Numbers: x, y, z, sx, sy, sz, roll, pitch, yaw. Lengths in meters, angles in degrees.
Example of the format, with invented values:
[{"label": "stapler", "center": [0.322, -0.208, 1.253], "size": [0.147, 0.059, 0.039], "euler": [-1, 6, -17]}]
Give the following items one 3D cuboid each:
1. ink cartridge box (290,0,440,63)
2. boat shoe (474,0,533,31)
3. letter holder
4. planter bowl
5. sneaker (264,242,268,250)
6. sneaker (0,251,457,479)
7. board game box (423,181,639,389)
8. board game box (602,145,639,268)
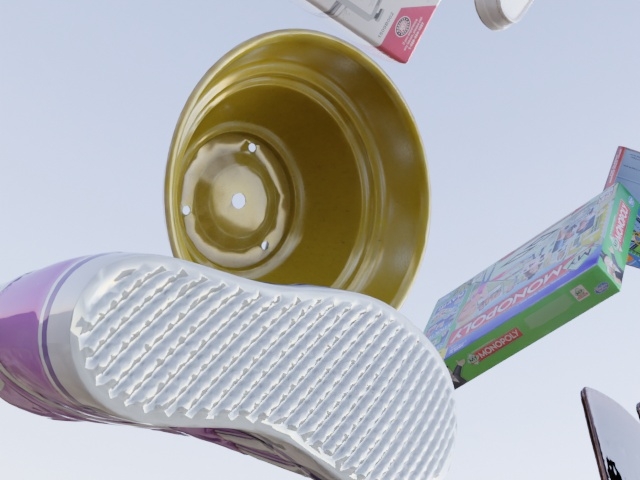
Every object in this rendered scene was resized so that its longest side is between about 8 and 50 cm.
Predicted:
[{"label": "ink cartridge box", "center": [0.052, -0.421, 1.668], "size": [0.283, 0.207, 0.117], "euler": [26, 4, -39]}, {"label": "boat shoe", "center": [0.260, -0.369, 1.277], "size": [0.096, 0.277, 0.098], "euler": [16, -8, 42]}, {"label": "letter holder", "center": [0.496, 0.304, 1.550], "size": [0.152, 0.214, 0.302], "euler": [-24, -32, 23]}, {"label": "planter bowl", "center": [-0.033, -0.027, 0.749], "size": [0.217, 0.217, 0.090], "euler": [37, -23, -33]}, {"label": "sneaker", "center": [0.000, 0.000, 1.376], "size": [0.139, 0.125, 0.341], "euler": [6, -59, 3]}, {"label": "sneaker", "center": [-0.057, 0.071, 0.609], "size": [0.282, 0.102, 0.161], "euler": [27, -24, -38]}, {"label": "board game box", "center": [0.246, 0.070, 1.388], "size": [0.046, 0.213, 0.317], "euler": [47, -56, -8]}, {"label": "board game box", "center": [0.494, -0.015, 1.466], "size": [0.281, 0.145, 0.027], "euler": [16, 5, -14]}]
